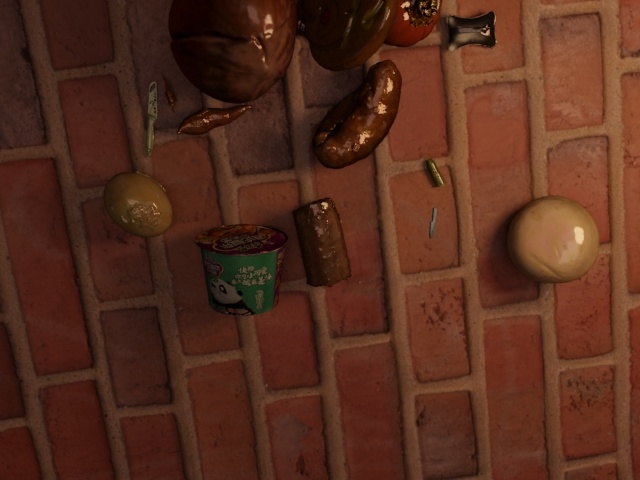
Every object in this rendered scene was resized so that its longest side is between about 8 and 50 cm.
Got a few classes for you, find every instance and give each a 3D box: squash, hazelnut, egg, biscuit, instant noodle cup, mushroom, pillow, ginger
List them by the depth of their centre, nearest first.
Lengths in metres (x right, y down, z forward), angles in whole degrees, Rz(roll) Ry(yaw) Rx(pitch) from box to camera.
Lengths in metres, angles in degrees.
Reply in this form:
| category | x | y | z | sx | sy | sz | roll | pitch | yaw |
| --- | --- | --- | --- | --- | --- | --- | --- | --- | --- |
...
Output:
| category | x | y | z | sx | sy | sz | roll | pitch | yaw |
| --- | --- | --- | --- | --- | --- | --- | --- | --- | --- |
| hazelnut | -0.203 | -0.522 | 1.559 | 0.315 | 0.372 | 0.372 | -13 | 102 | -27 |
| biscuit | 0.046 | -0.617 | 1.581 | 0.350 | 0.070 | 0.394 | -23 | 71 | 42 |
| ginger | 0.108 | -0.325 | 1.702 | 0.165 | 0.172 | 0.321 | 38 | 93 | 31 |
| pillow | 0.407 | -0.561 | 1.708 | 0.135 | 0.055 | 0.091 | -5 | 132 | 3 |
| egg | -0.491 | -0.098 | 1.727 | 0.201 | 0.164 | 0.164 | 44 | 97 | -8 |
| instant noodle cup | -0.212 | 0.082 | 1.733 | 0.251 | 0.251 | 0.190 | 1 | 109 | -1 |
| mushroom | 0.644 | 0.006 | 1.753 | 0.246 | 0.202 | 0.246 | -12 | 67 | 31 |
| squash | 0.322 | -0.191 | 1.787 | 0.027 | 0.027 | 0.083 | -30 | 99 | 5 |

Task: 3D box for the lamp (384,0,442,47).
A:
| category | x | y | z | sx | sy | sz | roll | pitch | yaw |
| --- | --- | --- | --- | --- | --- | --- | --- | --- | --- |
| lamp | 0.211 | -0.607 | 1.622 | 0.223 | 0.196 | 0.223 | -15 | 116 | -34 |

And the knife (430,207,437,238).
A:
| category | x | y | z | sx | sy | sz | roll | pitch | yaw |
| --- | --- | --- | --- | --- | --- | --- | --- | --- | --- |
| knife | 0.323 | -0.050 | 1.824 | 0.014 | 0.005 | 0.091 | 4 | 101 | -3 |

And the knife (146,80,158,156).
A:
| category | x | y | z | sx | sy | sz | roll | pitch | yaw |
| --- | --- | --- | --- | --- | --- | --- | --- | --- | --- |
| knife | -0.464 | -0.334 | 1.756 | 0.030 | 0.014 | 0.207 | 5 | 100 | 0 |

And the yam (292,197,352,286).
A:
| category | x | y | z | sx | sy | sz | roll | pitch | yaw |
| --- | --- | --- | --- | --- | --- | --- | --- | --- | --- |
| yam | 0.001 | 0.000 | 1.769 | 0.129 | 0.128 | 0.238 | -24 | 108 | -31 |

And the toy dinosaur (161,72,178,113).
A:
| category | x | y | z | sx | sy | sz | roll | pitch | yaw |
| --- | --- | --- | --- | --- | --- | --- | --- | --- | --- |
| toy dinosaur | -0.410 | -0.401 | 1.732 | 0.026 | 0.041 | 0.113 | -12 | 96 | 5 |

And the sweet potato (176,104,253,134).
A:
| category | x | y | z | sx | sy | sz | roll | pitch | yaw |
| --- | --- | --- | --- | --- | --- | --- | --- | --- | --- |
| sweet potato | -0.294 | -0.335 | 1.739 | 0.226 | 0.068 | 0.068 | -22 | 101 | -15 |
